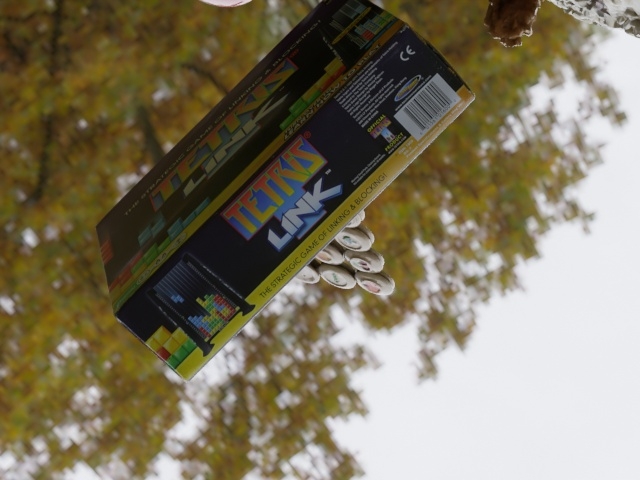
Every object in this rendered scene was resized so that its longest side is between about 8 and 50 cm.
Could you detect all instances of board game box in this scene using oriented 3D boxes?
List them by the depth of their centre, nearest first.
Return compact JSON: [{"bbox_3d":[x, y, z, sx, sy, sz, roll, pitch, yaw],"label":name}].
[{"bbox_3d":[-0.023,-0.033,0.748,0.170,0.048,0.141,-45,-161,3],"label":"board game box"}]

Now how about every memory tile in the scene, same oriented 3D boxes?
[{"bbox_3d":[0.000,0.000,1.474,0.113,0.148,0.012,13,-119,26],"label":"memory tile"}]

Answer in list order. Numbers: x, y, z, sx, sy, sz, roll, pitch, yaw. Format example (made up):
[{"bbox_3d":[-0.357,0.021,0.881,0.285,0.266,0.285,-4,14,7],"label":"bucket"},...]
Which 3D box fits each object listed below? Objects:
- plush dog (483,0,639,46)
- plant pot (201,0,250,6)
[{"bbox_3d":[0.200,-0.188,1.038,0.210,0.262,0.225,-55,-152,9],"label":"plush dog"},{"bbox_3d":[-0.041,-0.237,0.898,0.174,0.191,0.191,-34,-140,11],"label":"plant pot"}]
